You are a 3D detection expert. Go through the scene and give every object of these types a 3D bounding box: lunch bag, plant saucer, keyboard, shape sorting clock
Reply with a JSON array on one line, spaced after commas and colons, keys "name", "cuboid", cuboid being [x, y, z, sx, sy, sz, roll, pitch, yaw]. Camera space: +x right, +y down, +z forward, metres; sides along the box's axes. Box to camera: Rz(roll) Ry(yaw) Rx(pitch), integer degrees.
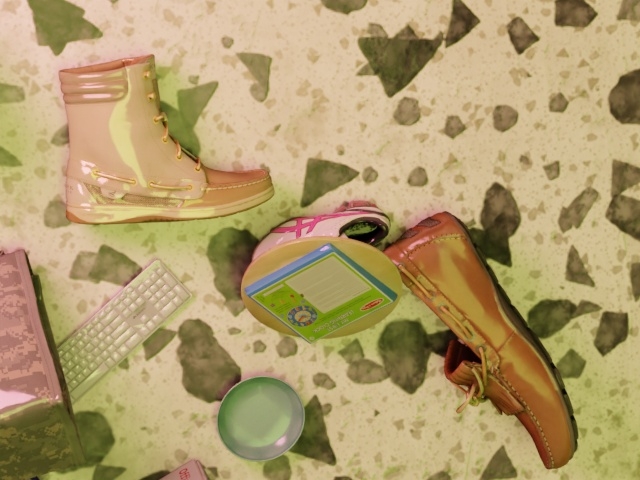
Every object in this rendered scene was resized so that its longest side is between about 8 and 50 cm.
[{"name": "lunch bag", "cuboid": [-0.431, 0.154, 1.828, 0.235, 0.287, 0.169, -17, 141, -8]}, {"name": "plant saucer", "cuboid": [-0.081, 0.234, 2.031, 0.119, 0.021, 0.119, -2, 102, -12]}, {"name": "keyboard", "cuboid": [-0.281, 0.133, 1.968, 0.256, 0.014, 0.072, -42, 107, -1]}, {"name": "shape sorting clock", "cuboid": [0.002, 0.060, 1.955, 0.206, 0.040, 0.206, 1, 137, 1]}]

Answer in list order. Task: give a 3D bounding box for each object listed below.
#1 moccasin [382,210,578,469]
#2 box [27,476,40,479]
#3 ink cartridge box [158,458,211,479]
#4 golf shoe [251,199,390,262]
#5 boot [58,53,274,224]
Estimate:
[{"name": "moccasin", "cuboid": [0.212, 0.149, 2.018, 0.147, 0.139, 0.380, -34, 107, -3]}, {"name": "box", "cuboid": [-0.436, 0.318, 1.951, 0.136, 0.036, 0.225, -33, 108, 5]}, {"name": "ink cartridge box", "cuboid": [-0.217, 0.391, 1.964, 0.212, 0.154, 0.093, -33, 107, -5]}, {"name": "golf shoe", "cuboid": [0.000, 0.000, 1.967, 0.186, 0.086, 0.067, -22, 106, -6]}, {"name": "boot", "cuboid": [-0.190, -0.129, 1.894, 0.262, 0.095, 0.203, -4, 101, -8]}]
